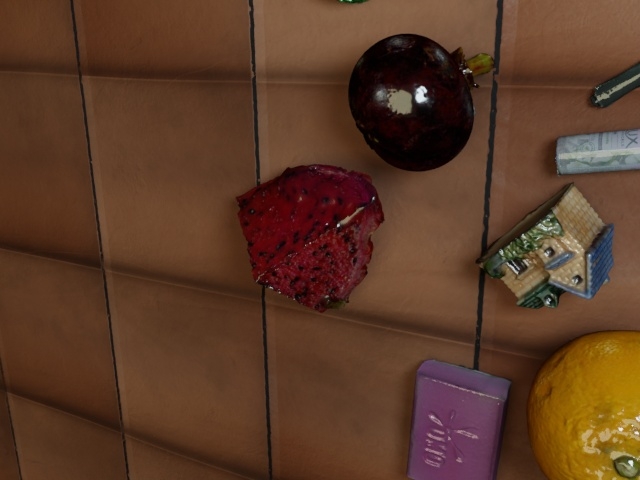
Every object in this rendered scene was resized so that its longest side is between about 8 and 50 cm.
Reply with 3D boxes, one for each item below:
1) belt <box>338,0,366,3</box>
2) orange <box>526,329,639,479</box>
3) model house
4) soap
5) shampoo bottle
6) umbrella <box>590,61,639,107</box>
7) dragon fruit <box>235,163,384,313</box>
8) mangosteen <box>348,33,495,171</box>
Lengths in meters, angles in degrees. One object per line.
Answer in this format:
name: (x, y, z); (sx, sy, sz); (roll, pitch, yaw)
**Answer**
belt: (0.042, -0.488, 1.187); (0.151, 0.079, 0.121); (13, 112, 25)
orange: (0.490, 0.296, 1.072); (0.312, 0.312, 0.312); (9, 110, 26)
model house: (0.394, 0.036, 1.123); (0.172, 0.166, 0.183); (49, 134, 2)
soap: (0.274, 0.386, 1.344); (0.181, 0.081, 0.260); (13, 112, 25)
shampoo bottle: (0.490, -0.145, 1.060); (0.213, 0.072, 0.072); (-2, 105, 29)
umbrella: (0.488, -0.255, 1.047); (0.133, 0.031, 0.036); (-32, 63, 33)
dragon fruit: (0.000, 0.000, 1.280); (0.330, 0.240, 0.302); (-29, 110, 40)
mangosteen: (0.182, -0.248, 1.125); (0.261, 0.235, 0.236); (-31, 90, -1)
